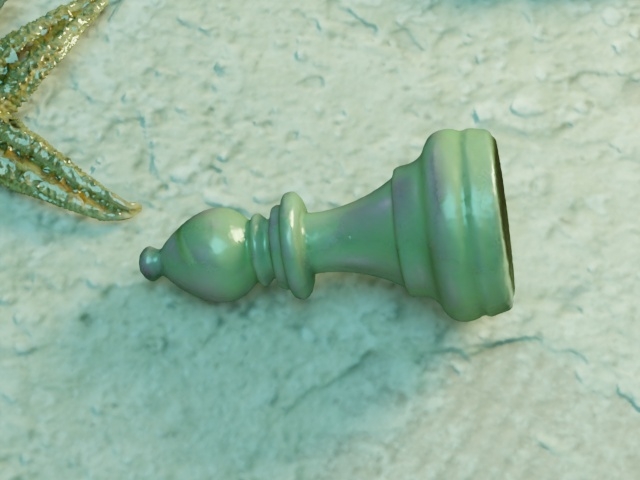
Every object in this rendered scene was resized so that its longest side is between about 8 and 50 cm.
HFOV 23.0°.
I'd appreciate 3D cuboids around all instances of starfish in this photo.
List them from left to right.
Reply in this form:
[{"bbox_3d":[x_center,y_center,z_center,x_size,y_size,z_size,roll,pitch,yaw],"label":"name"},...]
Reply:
[{"bbox_3d":[-0.258,-0.115,1.222,0.295,0.048,0.231,20,68,8],"label":"starfish"}]

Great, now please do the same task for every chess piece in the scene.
[{"bbox_3d":[0.000,0.000,1.142,0.272,0.139,0.139,-6,66,10],"label":"chess piece"}]

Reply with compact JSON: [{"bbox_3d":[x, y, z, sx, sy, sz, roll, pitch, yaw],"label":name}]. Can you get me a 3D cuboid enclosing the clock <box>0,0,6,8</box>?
[{"bbox_3d":[-0.385,-0.261,1.253,0.319,0.066,0.319,-2,58,3],"label":"clock"}]
